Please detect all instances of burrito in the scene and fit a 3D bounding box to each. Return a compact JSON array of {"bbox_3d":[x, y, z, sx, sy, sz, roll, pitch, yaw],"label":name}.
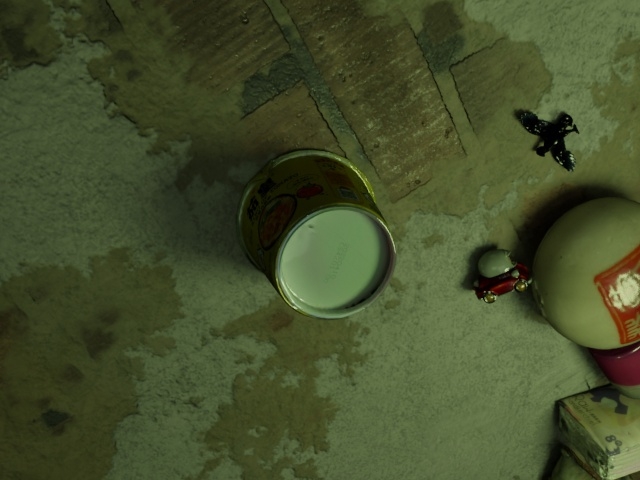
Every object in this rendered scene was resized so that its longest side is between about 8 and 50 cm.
[{"bbox_3d":[0.733,0.743,1.995,0.175,0.107,0.347,-5,117,-30],"label":"burrito"}]

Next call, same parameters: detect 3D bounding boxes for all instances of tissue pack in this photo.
[{"bbox_3d":[0.858,0.501,1.846,0.344,0.242,0.125,-13,116,-9],"label":"tissue pack"}]

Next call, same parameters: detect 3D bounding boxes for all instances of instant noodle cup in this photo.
[{"bbox_3d":[0.000,0.000,1.393,0.326,0.254,0.325,-5,114,-12],"label":"instant noodle cup"}]

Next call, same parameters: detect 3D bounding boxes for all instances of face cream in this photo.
[{"bbox_3d":[0.822,0.299,1.786,0.175,0.175,0.195,-39,117,3],"label":"face cream"}]

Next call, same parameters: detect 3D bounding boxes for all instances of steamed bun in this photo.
[{"bbox_3d":[0.705,0.084,1.602,0.375,0.241,0.374,-3,99,-19],"label":"steamed bun"}]

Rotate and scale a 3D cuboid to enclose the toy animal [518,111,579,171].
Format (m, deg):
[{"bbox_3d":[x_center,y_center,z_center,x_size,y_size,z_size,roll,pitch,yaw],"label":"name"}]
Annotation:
[{"bbox_3d":[0.542,-0.239,1.554,0.220,0.062,0.108,33,119,-26],"label":"toy animal"}]

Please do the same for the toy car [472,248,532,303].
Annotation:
[{"bbox_3d":[0.428,0.078,1.633,0.139,0.112,0.112,-26,102,9],"label":"toy car"}]
